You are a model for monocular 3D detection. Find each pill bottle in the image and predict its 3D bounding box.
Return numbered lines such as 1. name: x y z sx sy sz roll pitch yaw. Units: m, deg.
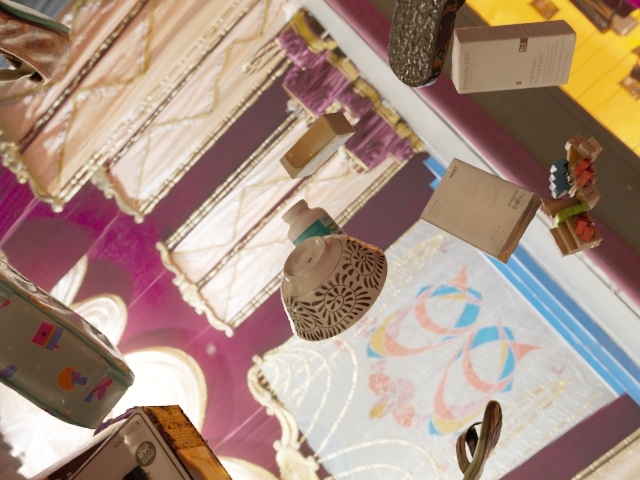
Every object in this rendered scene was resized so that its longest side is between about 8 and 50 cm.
1. pill bottle: 0.000 0.000 1.759 0.264 0.146 0.146 48 -169 1

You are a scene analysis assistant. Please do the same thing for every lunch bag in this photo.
1. lunch bag: -0.400 0.127 0.804 0.279 0.108 0.224 48 164 -25

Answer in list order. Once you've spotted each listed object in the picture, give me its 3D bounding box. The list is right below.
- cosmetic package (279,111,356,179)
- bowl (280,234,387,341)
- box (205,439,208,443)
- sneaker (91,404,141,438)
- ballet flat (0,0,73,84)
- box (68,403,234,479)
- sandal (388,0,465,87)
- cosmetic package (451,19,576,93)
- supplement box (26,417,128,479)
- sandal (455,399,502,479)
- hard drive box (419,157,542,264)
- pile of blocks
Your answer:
1. cosmetic package: -0.006 -0.148 0.909 0.041 0.115 0.060 55 -146 8
2. bowl: 0.001 0.046 0.802 0.080 0.170 0.170 48 -171 -29
3. box: -0.268 0.528 1.086 0.142 0.163 0.247 -3 -147 -17
4. sneaker: -0.580 0.533 1.651 0.068 0.170 0.071 54 173 -7
5. ballet flat: -0.397 -0.236 0.642 0.108 0.106 0.316 32 -171 13
6. box: -0.162 0.355 0.667 0.290 0.169 0.087 44 -177 24
7. sandal: 0.229 -0.495 1.071 0.167 0.107 0.445 52 151 26
8. cosmetic package: 0.399 -0.385 1.216 0.085 0.231 0.117 -91 -6 -49
9. supplement box: -0.331 0.407 0.894 0.194 0.129 0.191 -28 -91 -50
10. sandal: 0.380 0.539 1.470 0.086 0.302 0.120 25 -163 30
11. hard drive box: 0.397 -0.076 1.450 0.232 0.181 0.089 33 -174 34
12. pile of blocks: 0.687 -0.141 1.579 0.112 0.149 0.362 62 -147 -68
